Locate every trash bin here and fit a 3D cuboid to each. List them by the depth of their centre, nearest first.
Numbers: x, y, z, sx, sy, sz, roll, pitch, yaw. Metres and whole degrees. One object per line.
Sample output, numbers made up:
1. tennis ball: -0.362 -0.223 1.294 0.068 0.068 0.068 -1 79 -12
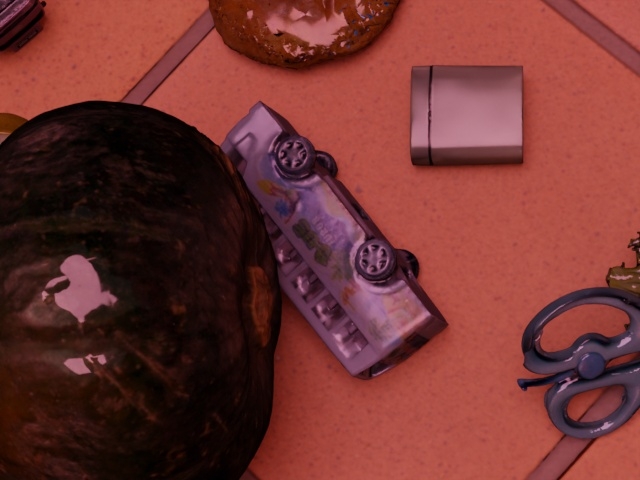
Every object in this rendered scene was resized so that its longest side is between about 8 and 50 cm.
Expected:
1. trash bin: 0.169 -0.145 1.834 0.130 0.059 0.116 0 77 8

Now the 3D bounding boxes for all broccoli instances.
1. broccoli: 0.358 0.050 1.746 0.092 0.097 0.095 8 46 5

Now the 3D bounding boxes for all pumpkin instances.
1. pumpkin: -0.218 0.083 1.634 0.344 0.454 0.454 -3 75 6

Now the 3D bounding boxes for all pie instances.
1. pie: -0.013 -0.329 1.906 0.273 0.069 0.273 -1 80 7

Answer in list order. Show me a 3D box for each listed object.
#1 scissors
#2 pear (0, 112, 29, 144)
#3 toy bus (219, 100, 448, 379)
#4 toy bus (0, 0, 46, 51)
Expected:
1. scissors: 0.400 0.103 1.715 0.393 0.032 0.180 -14 118 -4
2. pear: -0.377 -0.084 1.879 0.141 0.104 0.141 0 108 1
3. toy bus: 0.000 0.000 1.803 0.136 0.109 0.330 -41 72 8
4. toy bus: -0.425 -0.321 1.947 0.096 0.108 0.199 -41 72 -2
